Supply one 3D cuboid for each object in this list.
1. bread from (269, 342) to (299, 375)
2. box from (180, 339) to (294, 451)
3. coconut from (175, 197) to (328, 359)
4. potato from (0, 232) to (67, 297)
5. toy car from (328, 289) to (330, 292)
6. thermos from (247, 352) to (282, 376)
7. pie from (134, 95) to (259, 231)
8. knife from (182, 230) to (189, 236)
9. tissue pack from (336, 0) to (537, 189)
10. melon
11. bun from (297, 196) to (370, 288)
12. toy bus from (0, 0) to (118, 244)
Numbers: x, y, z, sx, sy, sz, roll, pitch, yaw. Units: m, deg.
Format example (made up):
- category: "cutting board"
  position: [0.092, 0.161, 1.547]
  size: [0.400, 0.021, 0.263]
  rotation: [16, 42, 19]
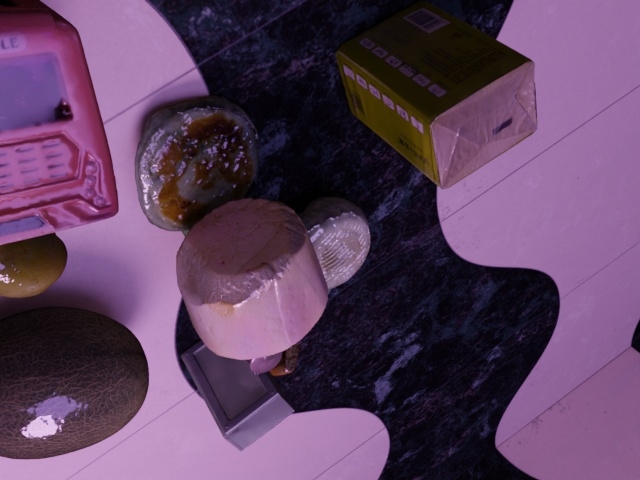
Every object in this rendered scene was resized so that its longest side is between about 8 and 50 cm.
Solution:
- category: "bread"
  position: [-0.084, 0.239, 1.451]
  size: [0.054, 0.136, 0.154]
  rotation: [32, 99, -29]
- category: "box"
  position: [-0.168, 0.280, 1.353]
  size: [0.129, 0.225, 0.086]
  rotation: [-37, 138, -6]
- category: "coconut"
  position: [-0.108, 0.074, 1.134]
  size: [0.239, 0.239, 0.244]
  rotation: [-27, 135, -15]
- category: "potato"
  position: [-0.456, -0.018, 0.931]
  size: [0.143, 0.169, 0.248]
  rotation: [-22, 134, 25]
- category: "toy car"
  position: [-0.050, 0.094, 1.410]
  size: [0.186, 0.058, 0.093]
  rotation: [13, 118, -43]
- category: "thermos"
  position: [-0.135, 0.155, 1.296]
  size: [0.105, 0.193, 0.137]
  rotation: [9, 118, -40]
- category: "pie"
  position: [-0.201, -0.121, 1.107]
  size: [0.240, 0.054, 0.241]
  rotation: [-24, 133, -28]
- category: "knife"
  position: [-0.224, -0.021, 1.214]
  size: [0.054, 0.015, 0.212]
  rotation: [-35, 137, -14]
- category: "tissue pack"
  position: [0.188, -0.247, 1.131]
  size: [0.200, 0.275, 0.167]
  rotation: [-33, 139, -9]
- category: "melon"
  position: [-0.428, 0.226, 1.110]
  size: [0.301, 0.237, 0.238]
  rotation: [-2, 125, -36]
- category: "bun"
  position: [0.000, 0.000, 1.318]
  size: [0.195, 0.118, 0.196]
  rotation: [-17, 128, -22]
- category: "toy bus"
  position: [-0.363, -0.152, 0.701]
  size: [0.203, 0.427, 0.233]
  rotation: [-15, 121, -26]
